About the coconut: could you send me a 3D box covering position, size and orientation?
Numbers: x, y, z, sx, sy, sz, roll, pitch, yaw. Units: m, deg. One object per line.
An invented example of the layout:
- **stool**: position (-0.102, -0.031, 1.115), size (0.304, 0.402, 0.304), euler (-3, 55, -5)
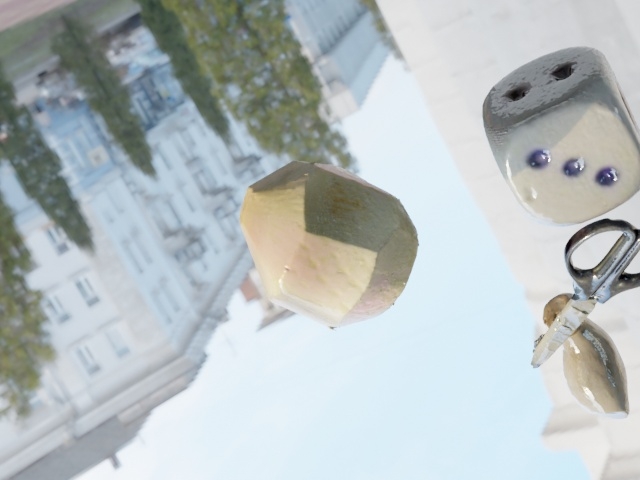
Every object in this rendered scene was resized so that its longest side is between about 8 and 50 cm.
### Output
- **coconut**: position (0.000, 0.000, 1.425), size (0.237, 0.237, 0.197), euler (-102, -146, -78)

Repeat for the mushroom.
- **mushroom**: position (0.394, 0.177, 1.626), size (0.088, 0.212, 0.097), euler (-16, -158, 31)

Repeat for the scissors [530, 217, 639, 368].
- **scissors**: position (0.273, 0.065, 1.144), size (0.300, 0.109, 0.022), euler (109, -12, -57)

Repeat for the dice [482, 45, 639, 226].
- **dice**: position (0.351, -0.150, 1.578), size (0.192, 0.193, 0.194), euler (-22, -150, 20)
